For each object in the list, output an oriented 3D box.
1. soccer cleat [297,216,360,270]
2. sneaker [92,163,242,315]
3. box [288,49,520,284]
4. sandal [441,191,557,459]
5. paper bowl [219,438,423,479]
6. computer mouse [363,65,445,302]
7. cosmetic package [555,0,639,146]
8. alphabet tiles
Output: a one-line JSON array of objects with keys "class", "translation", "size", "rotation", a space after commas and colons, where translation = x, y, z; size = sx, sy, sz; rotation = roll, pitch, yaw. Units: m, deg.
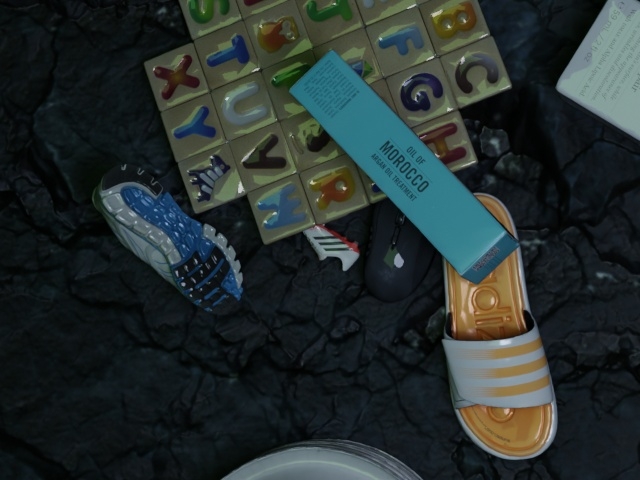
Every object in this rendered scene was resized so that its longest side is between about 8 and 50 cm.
[{"class": "soccer cleat", "translation": [0.000, 0.000, 1.734], "size": [0.083, 0.029, 0.036], "rotation": [29, 90, 5]}, {"class": "sneaker", "translation": [-0.156, 0.001, 1.749], "size": [0.191, 0.083, 0.071], "rotation": [48, 65, -11]}, {"class": "box", "translation": [0.080, -0.068, 1.639], "size": [0.060, 0.100, 0.244], "rotation": [-44, 75, 6]}, {"class": "sandal", "translation": [0.160, 0.085, 1.676], "size": [0.102, 0.076, 0.265], "rotation": [-12, 87, 11]}, {"class": "paper bowl", "translation": [-0.005, 0.339, 1.668], "size": [0.284, 0.148, 0.284], "rotation": [0, 89, 10]}, {"class": "computer mouse", "translation": [0.091, -0.057, 1.711], "size": [0.071, 0.041, 0.242], "rotation": [11, 90, 12]}, {"class": "cosmetic package", "translation": [0.350, -0.130, 1.642], "size": [0.231, 0.085, 0.117], "rotation": [31, 95, 11]}, {"class": "alphabet tiles", "translation": [0.003, -0.166, 1.727], "size": [0.342, 0.011, 0.285], "rotation": [-21, 77, 9]}]
